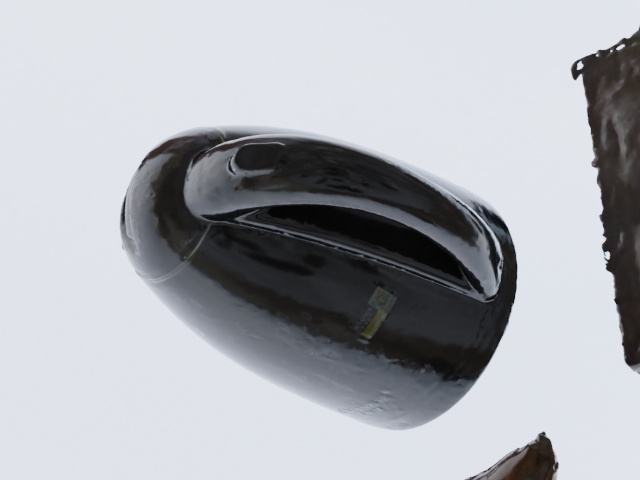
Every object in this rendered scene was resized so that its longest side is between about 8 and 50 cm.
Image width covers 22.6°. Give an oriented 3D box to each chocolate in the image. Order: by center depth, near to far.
[{"bbox_3d":[0.318,-0.033,1.437,0.112,0.112,0.321,27,-130,-47],"label":"chocolate"}]

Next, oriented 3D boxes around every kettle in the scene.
[{"bbox_3d":[0.000,0.000,1.206,0.290,0.268,0.207,26,-120,-34],"label":"kettle"}]

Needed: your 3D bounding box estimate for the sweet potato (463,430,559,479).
[{"bbox_3d":[0.023,0.157,0.593,0.057,0.264,0.057,16,-140,-14],"label":"sweet potato"}]
